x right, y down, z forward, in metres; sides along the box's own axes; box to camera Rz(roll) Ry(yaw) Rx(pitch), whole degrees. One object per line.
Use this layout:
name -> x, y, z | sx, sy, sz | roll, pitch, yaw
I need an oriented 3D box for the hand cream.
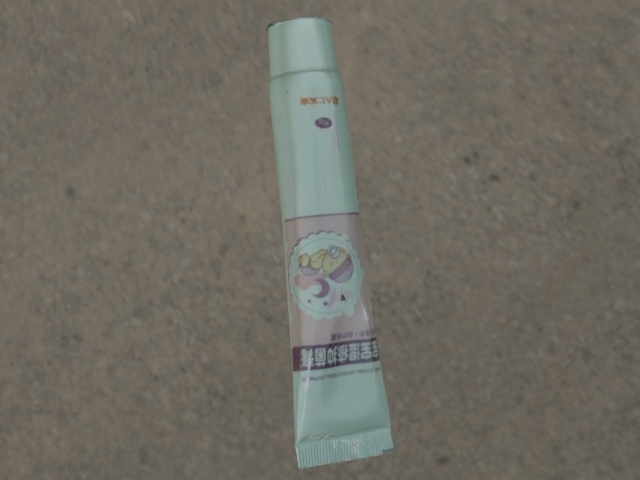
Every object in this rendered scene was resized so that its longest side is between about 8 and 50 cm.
hand cream -> 0.000, 0.000, 0.824 | 0.085, 0.058, 0.331 | -4, 88, -33
